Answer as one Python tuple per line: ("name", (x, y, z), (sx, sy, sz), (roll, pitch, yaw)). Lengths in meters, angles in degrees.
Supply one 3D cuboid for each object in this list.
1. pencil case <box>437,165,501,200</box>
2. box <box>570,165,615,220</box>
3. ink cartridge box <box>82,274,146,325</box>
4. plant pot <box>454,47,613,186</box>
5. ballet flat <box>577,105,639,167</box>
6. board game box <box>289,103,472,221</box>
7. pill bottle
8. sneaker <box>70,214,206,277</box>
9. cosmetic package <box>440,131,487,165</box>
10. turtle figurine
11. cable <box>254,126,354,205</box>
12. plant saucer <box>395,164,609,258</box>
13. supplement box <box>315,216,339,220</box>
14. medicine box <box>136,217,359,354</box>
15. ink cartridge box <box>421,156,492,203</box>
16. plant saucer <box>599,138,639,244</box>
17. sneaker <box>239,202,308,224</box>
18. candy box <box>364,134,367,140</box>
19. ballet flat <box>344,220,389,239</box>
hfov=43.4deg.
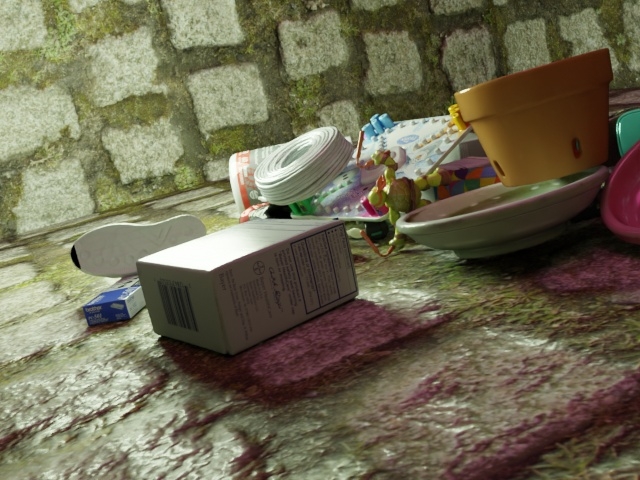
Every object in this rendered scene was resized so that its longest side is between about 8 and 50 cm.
("pencil case", (0.396, -0.126, 1.911), (0.236, 0.104, 0.104), (1, 18, 40))
("box", (0.586, -0.104, 1.698), (0.233, 0.059, 0.183), (-14, 12, -10))
("ink cartridge box", (-0.413, 0.120, 1.710), (0.097, 0.046, 0.207), (-11, 12, 11))
("plant pot", (0.420, -0.224, 1.528), (0.291, 0.203, 0.291), (-16, 7, 2))
("ballet flat", (0.715, -0.227, 1.957), (0.483, 0.164, 0.182), (-8, -4, 28))
("board game box", (0.143, -0.193, 1.950), (0.390, 0.050, 0.390), (-46, 26, -23))
("pill bottle", (-0.071, -0.188, 2.373), (0.363, 0.210, 0.210), (-12, 12, 4))
("sneaker", (-0.437, 0.030, 1.942), (0.323, 0.130, 0.236), (-15, -7, -20))
("cosmetic package", (0.422, -0.244, 2.343), (0.107, 0.127, 0.238), (-12, 10, -2))
("turtle figurine", (0.178, -0.108, 1.693), (0.217, 0.269, 0.087), (-7, -8, -32))
("cable", (-0.044, -0.190, 2.019), (0.257, 0.089, 0.257), (-41, 24, -12))
("plant saucer", (0.345, -0.043, 1.515), (0.400, 0.100, 0.400), (-16, 7, 2))
("supplement box", (0.000, 0.000, 1.751), (0.083, 0.083, 0.056), (-6, 13, 23))
("medicine box", (-0.129, 0.067, 1.425), (0.289, 0.149, 0.263), (-21, 15, -36))
("ink cartridge box", (0.349, -0.154, 2.096), (0.203, 0.086, 0.148), (-15, 13, -17))
("plant saucer", (0.630, -0.106, 1.337), (0.332, 0.084, 0.332), (-39, 20, 17))
("sneaker", (-0.075, -0.074, 2.131), (0.276, 0.097, 0.135), (-23, 16, -34))
("candy box", (0.205, -0.208, 2.216), (0.070, 0.196, 0.165), (-16, 12, -31))
("ballet flat", (0.082, -0.036, 1.873), (0.074, 0.074, 0.203), (-18, 18, -23))
